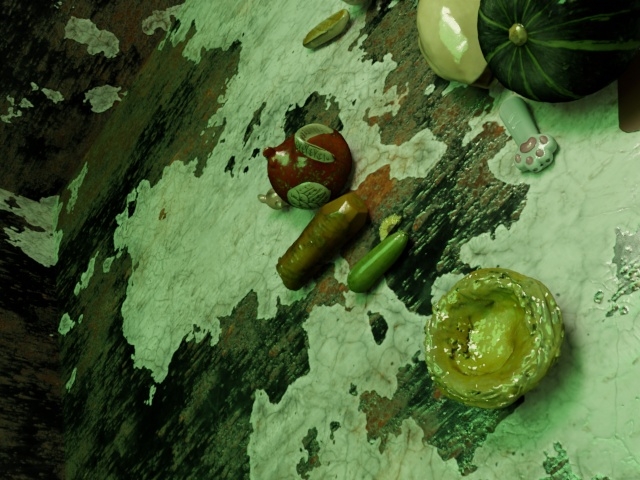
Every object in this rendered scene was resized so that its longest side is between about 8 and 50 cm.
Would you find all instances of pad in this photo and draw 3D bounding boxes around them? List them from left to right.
[{"bbox_3d":[0.664,-0.300,1.196,0.267,0.004,0.181,-14,61,45],"label":"pad"}]

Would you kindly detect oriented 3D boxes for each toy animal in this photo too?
[{"bbox_3d":[-0.123,-0.153,1.993,0.083,0.089,0.150,-18,49,48],"label":"toy animal"}]

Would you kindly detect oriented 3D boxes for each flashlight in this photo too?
[{"bbox_3d":[0.427,-0.230,1.406,0.093,0.047,0.200,-39,46,31],"label":"flashlight"}]

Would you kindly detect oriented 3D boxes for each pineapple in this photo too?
[{"bbox_3d":[0.168,-0.035,1.636,0.083,0.019,0.045,-56,44,11],"label":"pineapple"}]

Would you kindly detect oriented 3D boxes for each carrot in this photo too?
[{"bbox_3d":[0.000,0.000,1.744,0.302,0.114,0.114,-46,41,26],"label":"carrot"}]

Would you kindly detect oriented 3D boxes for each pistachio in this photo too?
[{"bbox_3d":[0.331,-0.482,1.538,0.214,0.193,0.318,-45,52,41],"label":"pistachio"}]

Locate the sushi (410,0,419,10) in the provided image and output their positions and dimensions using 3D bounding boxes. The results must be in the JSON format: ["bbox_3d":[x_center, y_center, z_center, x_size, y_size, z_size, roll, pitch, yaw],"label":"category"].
[{"bbox_3d":[0.326,-0.712,1.777,0.219,0.047,0.231,-51,30,29],"label":"sushi"}]

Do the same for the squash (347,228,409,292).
[{"bbox_3d":[0.135,0.049,1.588,0.201,0.066,0.066,-48,41,21],"label":"squash"}]

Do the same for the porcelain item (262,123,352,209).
[{"bbox_3d":[-0.050,-0.209,1.816,0.253,0.253,0.253,-26,52,40],"label":"porcelain item"}]

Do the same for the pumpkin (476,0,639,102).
[{"bbox_3d":[0.454,-0.423,1.285,0.323,0.241,0.323,30,131,41],"label":"pumpkin"}]

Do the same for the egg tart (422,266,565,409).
[{"bbox_3d":[0.327,0.184,1.246,0.288,0.118,0.288,-29,48,39],"label":"egg tart"}]

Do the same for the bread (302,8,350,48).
[{"bbox_3d":[0.023,-0.660,2.116,0.214,0.053,0.073,-17,55,48],"label":"bread"}]

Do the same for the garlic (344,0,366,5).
[{"bbox_3d":[0.160,-0.759,1.956,0.226,0.199,0.199,39,104,18],"label":"garlic"}]
